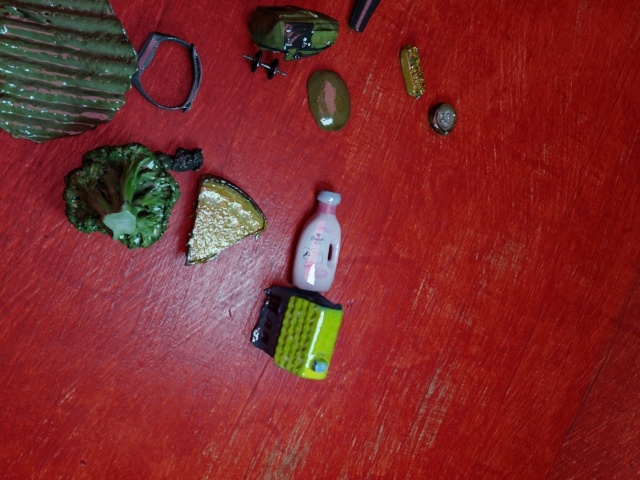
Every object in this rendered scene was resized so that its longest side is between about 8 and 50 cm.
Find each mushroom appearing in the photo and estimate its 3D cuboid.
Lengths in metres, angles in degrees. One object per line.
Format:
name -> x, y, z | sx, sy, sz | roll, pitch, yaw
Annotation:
mushroom -> 0.444, -0.442, 1.868 | 0.123, 0.052, 0.123 | -8, 106, -30

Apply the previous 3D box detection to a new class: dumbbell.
dumbbell -> -0.169, -0.533, 1.563 | 0.147, 0.069, 0.069 | 17, 92, -25

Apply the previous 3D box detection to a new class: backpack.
backpack -> -0.071, -0.618, 1.525 | 0.253, 0.207, 0.140 | -14, 127, -31

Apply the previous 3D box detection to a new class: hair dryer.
hair dryer -> 0.069, -0.870, 1.622 | 0.360, 0.120, 0.303 | 26, 102, -16

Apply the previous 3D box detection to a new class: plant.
plant -> -0.423, -0.232, 1.499 | 0.174, 0.087, 0.085 | -10, 73, -28

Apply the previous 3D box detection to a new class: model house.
model house -> -0.048, 0.295, 1.642 | 0.216, 0.303, 0.237 | 15, 92, -32

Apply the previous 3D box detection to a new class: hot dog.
hot dog -> 0.324, -0.586, 1.787 | 0.072, 0.055, 0.188 | -24, 107, -21

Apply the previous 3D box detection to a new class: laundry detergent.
laundry detergent -> 0.000, 0.000, 1.721 | 0.159, 0.088, 0.335 | 10, 94, -30

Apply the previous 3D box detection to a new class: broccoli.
broccoli -> -0.528, -0.103, 1.374 | 0.308, 0.275, 0.307 | -13, 129, -16

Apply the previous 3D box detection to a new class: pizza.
pizza -> -0.289, -0.042, 1.590 | 0.251, 0.074, 0.287 | 15, 93, -25

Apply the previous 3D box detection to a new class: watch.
watch -> -0.428, -0.479, 1.459 | 0.193, 0.068, 0.206 | 31, 89, -29

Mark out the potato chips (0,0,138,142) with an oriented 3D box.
potato chips -> -0.680, -0.461, 1.330 | 0.389, 0.097, 0.373 | -22, 108, -18

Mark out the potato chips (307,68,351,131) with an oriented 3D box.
potato chips -> 0.035, -0.457, 1.683 | 0.150, 0.049, 0.201 | -13, 110, -17
